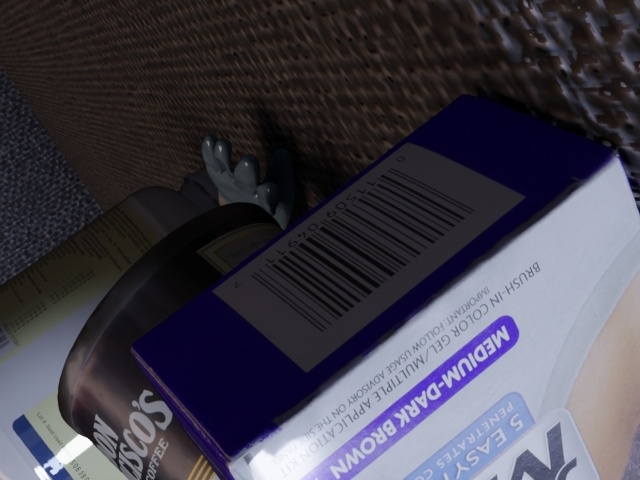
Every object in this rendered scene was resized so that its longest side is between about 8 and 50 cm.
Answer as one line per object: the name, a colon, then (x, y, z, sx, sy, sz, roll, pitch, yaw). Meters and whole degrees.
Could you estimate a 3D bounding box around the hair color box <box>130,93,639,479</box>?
hair color box: (0.084, 0.128, 0.528, 0.110, 0.185, 0.339, 35, 159, 53)

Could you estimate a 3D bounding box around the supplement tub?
supplement tub: (-0.175, 0.097, 1.097, 0.235, 0.325, 0.235, 50, 168, 15)

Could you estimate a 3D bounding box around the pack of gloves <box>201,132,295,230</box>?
pack of gloves: (0.000, 0.000, 0.890, 0.195, 0.046, 0.232, 39, 168, 13)

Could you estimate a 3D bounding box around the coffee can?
coffee can: (-0.006, 0.134, 0.766, 0.275, 0.201, 0.201, 39, 164, 21)
